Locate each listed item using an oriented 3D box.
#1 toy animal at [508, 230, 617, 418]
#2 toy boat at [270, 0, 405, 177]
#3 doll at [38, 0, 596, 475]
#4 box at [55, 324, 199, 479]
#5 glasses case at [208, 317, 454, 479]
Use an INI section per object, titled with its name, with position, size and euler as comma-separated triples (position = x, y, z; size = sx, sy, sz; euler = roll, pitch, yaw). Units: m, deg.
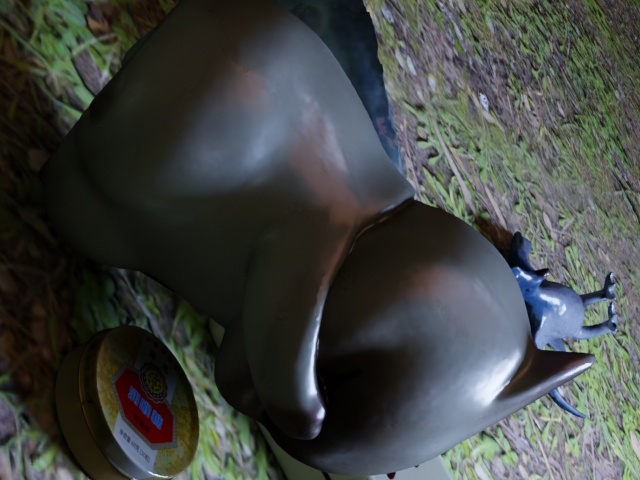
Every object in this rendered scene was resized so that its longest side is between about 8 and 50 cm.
[toy animal]
position = 0.259, 0.079, 1.595
size = 0.255, 0.176, 0.239
euler = 91, -5, -61
[toy boat]
position = -0.011, -0.111, 1.166
size = 0.215, 0.123, 0.330
euler = 82, -5, -65
[doll]
position = -0.024, -0.002, 0.887
size = 0.370, 0.215, 0.226
euler = 53, 43, 2
[box]
position = -0.122, 0.107, 0.870
size = 0.105, 0.037, 0.106
euler = 45, 32, -38
[glasses case]
position = 0.029, 0.163, 1.076
size = 0.313, 0.070, 0.131
euler = 62, 26, -7
